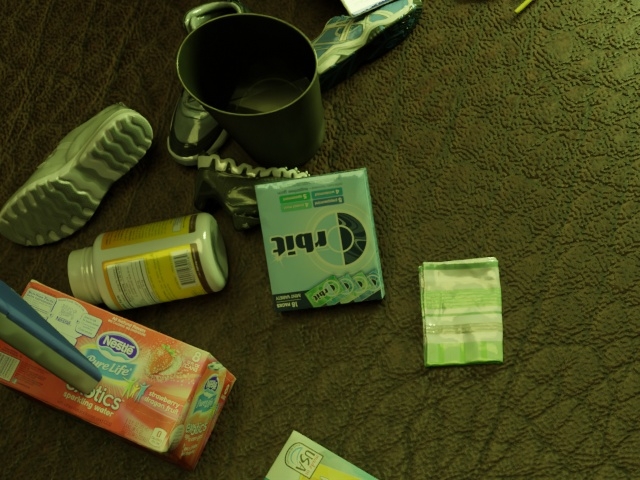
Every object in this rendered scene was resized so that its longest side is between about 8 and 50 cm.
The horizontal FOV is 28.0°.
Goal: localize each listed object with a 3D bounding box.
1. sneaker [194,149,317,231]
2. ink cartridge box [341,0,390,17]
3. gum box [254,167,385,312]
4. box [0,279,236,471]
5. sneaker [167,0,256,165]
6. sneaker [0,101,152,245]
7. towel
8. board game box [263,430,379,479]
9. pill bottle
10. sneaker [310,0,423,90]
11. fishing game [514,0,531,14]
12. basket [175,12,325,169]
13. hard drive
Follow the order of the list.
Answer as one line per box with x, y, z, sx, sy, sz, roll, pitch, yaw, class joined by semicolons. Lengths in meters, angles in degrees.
-0.083;-0.057;1.876;0.234;0.078;0.106;13;80;17;sneaker
0.001;-0.506;1.954;0.176;0.069;0.371;-29;82;-33;ink cartridge box
0.000;0.000;1.808;0.157;0.041;0.184;-8;95;10;gum box
-0.292;0.188;1.791;0.300;0.142;0.154;19;75;19;box
-0.172;-0.253;1.923;0.101;0.153;0.268;19;75;19;sneaker
-0.375;-0.100;1.963;0.281;0.105;0.115;-39;33;1;sneaker
0.194;0.098;1.779;0.113;0.023;0.152;-5;69;12;towel
0.045;0.439;1.655;0.336;0.079;0.253;27;78;21;board game box
-0.249;0.035;1.853;0.215;0.117;0.117;-11;68;8;pill bottle
0.057;-0.314;1.934;0.211;0.080;0.081;-31;69;-1;sneaker
0.251;-0.462;1.968;0.189;0.041;0.264;-38;66;-6;fishing game
-0.077;-0.201;1.842;0.204;0.227;0.154;13;74;18;basket
-0.408;0.078;1.606;0.210;0.318;0.040;38;81;23;hard drive
